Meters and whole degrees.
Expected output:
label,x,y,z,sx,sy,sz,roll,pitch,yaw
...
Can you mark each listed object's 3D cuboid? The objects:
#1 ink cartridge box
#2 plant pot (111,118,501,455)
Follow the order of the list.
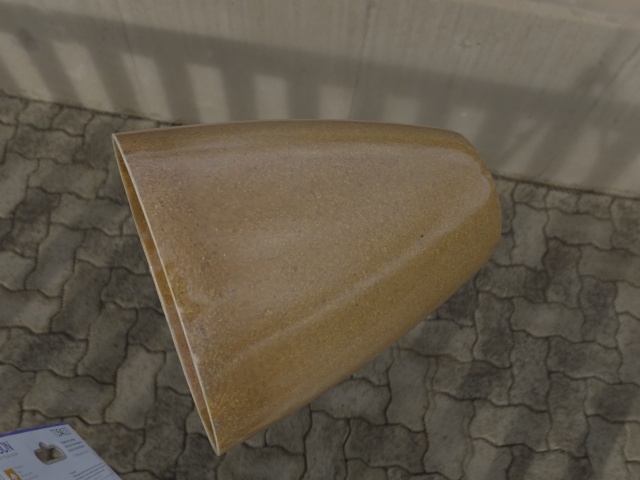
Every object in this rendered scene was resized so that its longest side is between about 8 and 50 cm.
label,x,y,z,sx,sy,sz,roll,pitch,yaw
ink cartridge box,-0.263,0.364,0.764,0.330,0.324,0.071,42,78,5
plant pot,0.000,0.000,0.494,0.254,0.237,0.237,-19,66,-16
